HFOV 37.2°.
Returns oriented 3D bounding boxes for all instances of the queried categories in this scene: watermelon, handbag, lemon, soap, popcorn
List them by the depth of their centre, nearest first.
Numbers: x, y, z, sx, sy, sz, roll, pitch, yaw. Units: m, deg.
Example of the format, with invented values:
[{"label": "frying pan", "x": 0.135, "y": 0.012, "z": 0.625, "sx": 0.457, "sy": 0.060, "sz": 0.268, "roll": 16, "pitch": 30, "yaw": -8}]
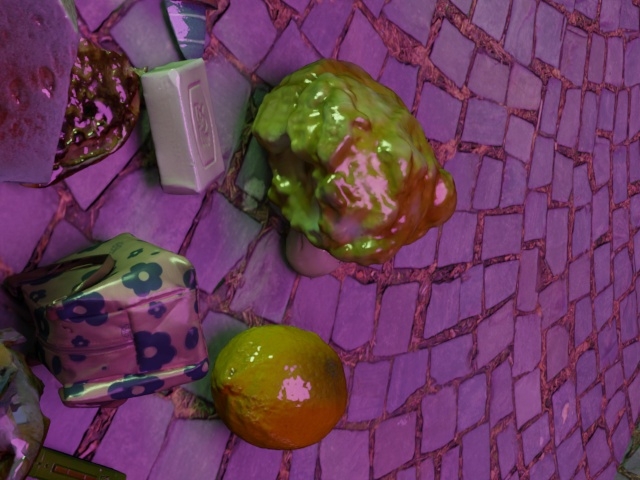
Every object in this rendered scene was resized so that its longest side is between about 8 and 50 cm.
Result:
[{"label": "watermelon", "x": -0.366, "y": -0.263, "z": 1.058, "sx": 0.229, "sy": 0.258, "sz": 0.387, "roll": 1, "pitch": 87, "yaw": -34}, {"label": "handbag", "x": -0.280, "y": 0.103, "z": 1.230, "sx": 0.193, "sy": 0.252, "sz": 0.190, "roll": -13, "pitch": 105, "yaw": -31}, {"label": "soap", "x": -0.200, "y": -0.166, "z": 1.391, "sx": 0.121, "sy": 0.064, "sz": 0.183, "roll": -54, "pitch": 138, "yaw": -66}, {"label": "popcorn", "x": 0.060, "y": -0.135, "z": 1.517, "sx": 0.292, "sy": 0.293, "sz": 0.334, "roll": -27, "pitch": 91, "yaw": -23}, {"label": "lemon", "x": -0.063, "y": 0.235, "z": 1.520, "sx": 0.260, "sy": 0.204, "sz": 0.204, "roll": 24, "pitch": 77, "yaw": -47}]

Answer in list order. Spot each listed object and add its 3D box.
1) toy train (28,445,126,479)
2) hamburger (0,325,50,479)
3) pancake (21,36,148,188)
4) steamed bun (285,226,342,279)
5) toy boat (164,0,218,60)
[{"label": "toy train", "x": -0.358, "y": 0.316, "z": 1.314, "sx": 0.209, "sy": 0.042, "sz": 0.044, "roll": 35, "pitch": 68, "yaw": -45}, {"label": "hamburger", "x": -0.430, "y": 0.230, "z": 1.125, "sx": 0.168, "sy": 0.192, "sz": 0.288, "roll": 44, "pitch": 62, "yaw": -31}, {"label": "pancake", "x": -0.340, "y": -0.168, "z": 1.267, "sx": 0.258, "sy": 0.056, "sz": 0.212, "roll": 7, "pitch": 82, "yaw": -41}, {"label": "steamed bun", "x": 0.000, "y": 0.000, "z": 1.646, "sx": 0.130, "sy": 0.091, "sz": 0.112, "roll": -55, "pitch": 129, "yaw": -28}, {"label": "toy boat", "x": -0.196, "y": -0.312, "z": 1.429, "sx": 0.096, "sy": 0.034, "sz": 0.122, "roll": 0, "pitch": 96, "yaw": -43}]
